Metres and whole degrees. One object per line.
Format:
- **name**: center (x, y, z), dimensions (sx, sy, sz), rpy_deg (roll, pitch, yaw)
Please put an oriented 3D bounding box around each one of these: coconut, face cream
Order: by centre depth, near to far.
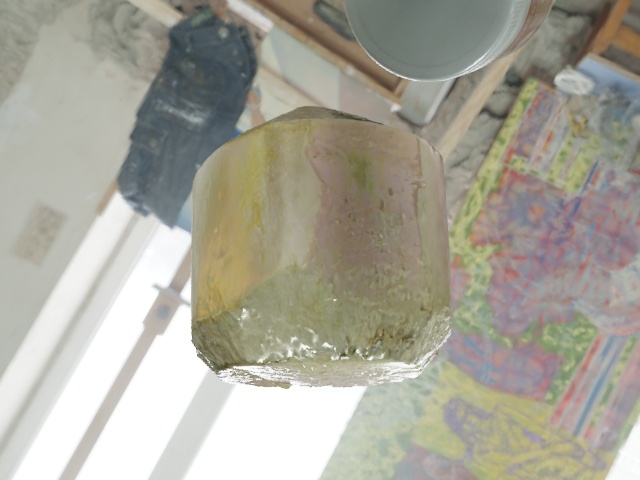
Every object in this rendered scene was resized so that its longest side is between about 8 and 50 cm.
- **coconut**: center (0.000, 0.000, 0.456), dimensions (0.147, 0.152, 0.147), rpy_deg (1, 161, 0)
- **face cream**: center (0.152, -0.293, 0.948), dimensions (0.201, 0.201, 0.187), rpy_deg (26, -151, 18)
